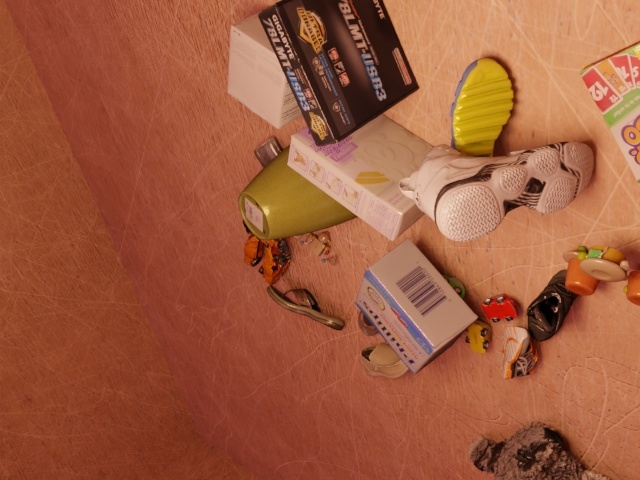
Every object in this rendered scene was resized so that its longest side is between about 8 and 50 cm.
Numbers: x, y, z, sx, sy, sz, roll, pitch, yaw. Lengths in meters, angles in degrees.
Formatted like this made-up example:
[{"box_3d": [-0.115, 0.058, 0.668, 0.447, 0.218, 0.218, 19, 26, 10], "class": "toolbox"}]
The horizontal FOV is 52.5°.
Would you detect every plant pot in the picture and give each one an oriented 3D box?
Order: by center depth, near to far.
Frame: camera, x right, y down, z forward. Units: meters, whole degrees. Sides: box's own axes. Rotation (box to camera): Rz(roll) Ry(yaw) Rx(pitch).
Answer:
[{"box_3d": [-0.058, -0.124, 1.699, 0.275, 0.293, 0.275, 39, 146, 33], "class": "plant pot"}]

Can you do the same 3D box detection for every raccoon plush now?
[{"box_3d": [0.634, 0.656, 1.791, 0.299, 0.216, 0.446, 39, 175, -3], "class": "raccoon plush"}]

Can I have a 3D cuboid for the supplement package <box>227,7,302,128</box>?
[{"box_3d": [-0.114, -0.436, 1.642, 0.194, 0.149, 0.203, 38, 144, 20], "class": "supplement package"}]

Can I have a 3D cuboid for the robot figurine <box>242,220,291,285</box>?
[{"box_3d": [-0.180, 0.022, 2.193, 0.211, 0.085, 0.291, 41, 145, 16], "class": "robot figurine"}]

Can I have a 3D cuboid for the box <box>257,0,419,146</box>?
[{"box_3d": [0.049, -0.391, 1.365, 0.073, 0.293, 0.296, -3, 118, 52], "class": "box"}]

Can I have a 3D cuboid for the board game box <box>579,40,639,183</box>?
[{"box_3d": [0.573, -0.212, 1.142, 0.259, 0.039, 0.124, 56, 147, -10], "class": "board game box"}]

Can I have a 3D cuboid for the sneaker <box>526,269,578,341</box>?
[{"box_3d": [0.508, 0.175, 1.481, 0.087, 0.130, 0.227, 39, 147, 21], "class": "sneaker"}]

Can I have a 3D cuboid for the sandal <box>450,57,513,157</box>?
[{"box_3d": [0.315, -0.226, 1.364, 0.138, 0.126, 0.317, -106, 17, -58], "class": "sandal"}]

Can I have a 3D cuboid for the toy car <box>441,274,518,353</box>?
[{"box_3d": [0.386, 0.161, 1.679, 0.225, 0.053, 0.239, 41, 144, 17], "class": "toy car"}]

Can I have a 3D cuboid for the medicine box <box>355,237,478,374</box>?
[{"box_3d": [0.238, 0.181, 1.701, 0.263, 0.149, 0.289, 50, 163, 17], "class": "medicine box"}]

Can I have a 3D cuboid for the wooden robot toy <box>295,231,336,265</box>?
[{"box_3d": [0.000, 0.000, 1.999, 0.173, 0.076, 0.079, 39, 109, 19], "class": "wooden robot toy"}]

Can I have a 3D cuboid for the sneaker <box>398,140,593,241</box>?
[{"box_3d": [0.334, -0.127, 1.257, 0.210, 0.365, 0.137, 41, 147, 53], "class": "sneaker"}]

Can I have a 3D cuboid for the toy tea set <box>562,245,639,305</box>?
[{"box_3d": [0.631, 0.043, 1.266, 0.336, 0.124, 0.200, 10, 157, 41], "class": "toy tea set"}]

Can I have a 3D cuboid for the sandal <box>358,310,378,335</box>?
[{"box_3d": [0.165, 0.237, 1.999, 0.090, 0.060, 0.219, 48, 146, 7], "class": "sandal"}]

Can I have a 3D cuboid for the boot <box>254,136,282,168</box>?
[{"box_3d": [-0.136, -0.186, 1.961, 0.208, 0.076, 0.189, 48, 132, -6], "class": "boot"}]

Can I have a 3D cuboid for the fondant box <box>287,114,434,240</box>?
[{"box_3d": [0.123, -0.177, 1.518, 0.330, 0.238, 0.096, 37, 143, 22], "class": "fondant box"}]

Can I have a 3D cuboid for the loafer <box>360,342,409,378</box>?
[{"box_3d": [0.205, 0.371, 2.037, 0.092, 0.102, 0.268, 51, 147, -8], "class": "loafer"}]

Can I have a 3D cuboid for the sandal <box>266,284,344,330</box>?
[{"box_3d": [-0.044, 0.216, 2.210, 0.302, 0.086, 0.120, 22, 176, 21], "class": "sandal"}]

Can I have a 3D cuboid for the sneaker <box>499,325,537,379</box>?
[{"box_3d": [0.498, 0.275, 1.609, 0.083, 0.084, 0.215, -3, 145, 5], "class": "sneaker"}]
